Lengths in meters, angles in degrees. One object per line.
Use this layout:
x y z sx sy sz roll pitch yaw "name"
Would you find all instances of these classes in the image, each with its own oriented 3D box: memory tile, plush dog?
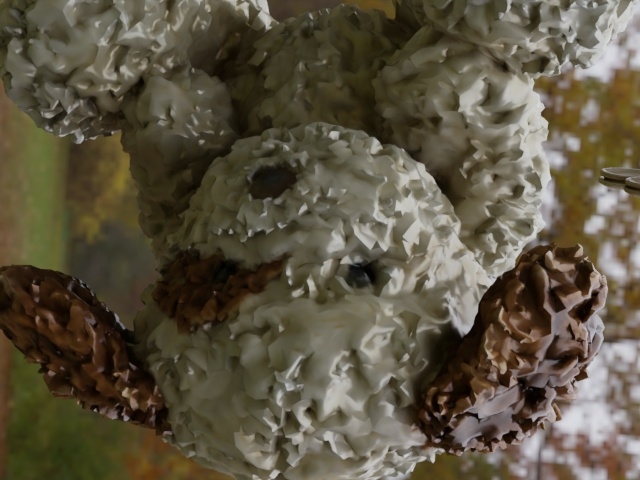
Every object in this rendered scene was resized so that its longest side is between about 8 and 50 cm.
0.266 -0.034 1.106 0.113 0.148 0.012 -146 -123 -68 "memory tile"
0.000 0.000 0.665 0.225 0.262 0.210 -77 157 -43 "plush dog"
